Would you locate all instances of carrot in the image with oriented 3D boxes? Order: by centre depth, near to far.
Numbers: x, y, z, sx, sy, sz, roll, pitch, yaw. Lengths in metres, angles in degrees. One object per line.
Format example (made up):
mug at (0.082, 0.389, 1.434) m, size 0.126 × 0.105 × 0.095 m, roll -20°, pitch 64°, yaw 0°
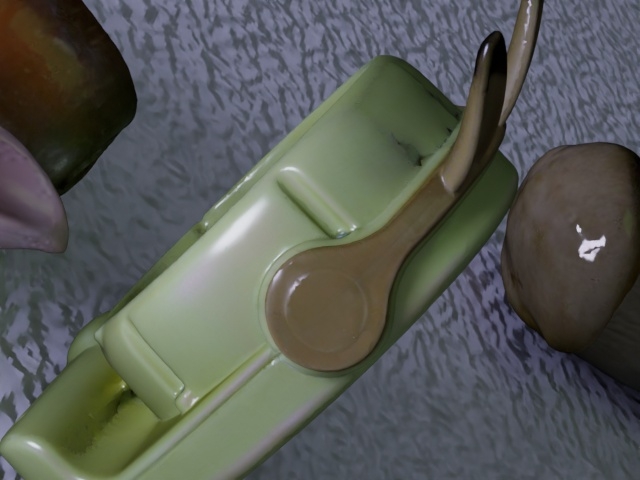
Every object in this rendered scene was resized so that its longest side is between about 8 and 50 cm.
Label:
carrot at (-0.156, -0.096, 0.701) m, size 0.193 × 0.087 × 0.087 m, roll 42°, pitch 31°, yaw -5°

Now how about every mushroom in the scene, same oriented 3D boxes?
mushroom at (0.216, 0.047, 0.999) m, size 0.329 × 0.122 × 0.159 m, roll 26°, pitch 1°, yaw -34°

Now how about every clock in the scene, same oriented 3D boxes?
clock at (0.000, 0.000, 0.639) m, size 0.069 × 0.232 × 0.170 m, roll 46°, pitch 30°, yaw -4°

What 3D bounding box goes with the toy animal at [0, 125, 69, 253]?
toy animal at (-0.178, -0.056, 0.602) m, size 0.212 × 0.124 × 0.124 m, roll 17°, pitch 42°, yaw -51°
